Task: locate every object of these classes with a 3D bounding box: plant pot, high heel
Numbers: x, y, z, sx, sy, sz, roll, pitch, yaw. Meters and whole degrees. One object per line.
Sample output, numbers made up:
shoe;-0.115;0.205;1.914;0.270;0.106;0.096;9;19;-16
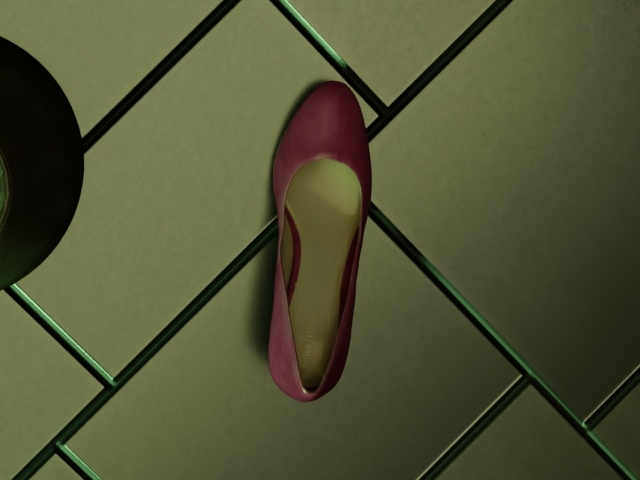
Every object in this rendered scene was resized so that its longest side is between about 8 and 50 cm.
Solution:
plant pot;-0.269;-0.046;1.232;0.215;0.230;0.215;-1;97;-10
high heel;0.000;0.000;1.341;0.082;0.117;0.244;13;94;-11
